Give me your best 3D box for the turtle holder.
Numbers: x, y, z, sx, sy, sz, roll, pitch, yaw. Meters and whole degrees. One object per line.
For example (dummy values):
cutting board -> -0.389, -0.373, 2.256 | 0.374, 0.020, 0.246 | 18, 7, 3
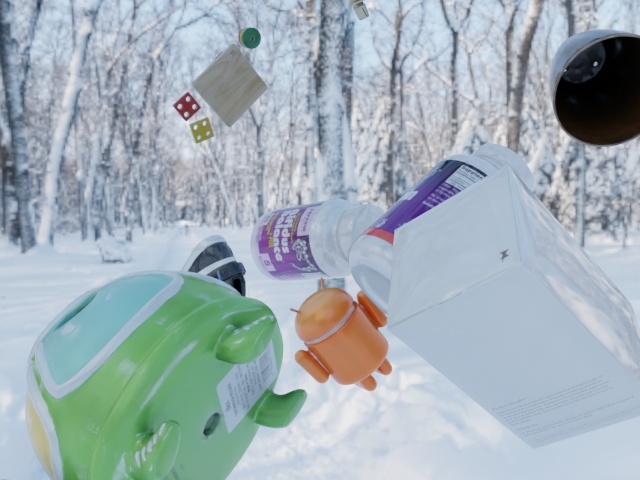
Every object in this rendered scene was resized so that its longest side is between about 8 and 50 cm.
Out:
turtle holder -> -0.185, 0.178, 0.656 | 0.228, 0.320, 0.243 | 22, -11, 26

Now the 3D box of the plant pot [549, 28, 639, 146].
plant pot -> 0.549, -0.330, 1.294 | 0.216, 0.215, 0.230 | -1, 31, 6

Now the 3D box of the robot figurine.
robot figurine -> 0.040, 0.176, 1.199 | 0.158, 0.219, 0.128 | -34, 15, 21

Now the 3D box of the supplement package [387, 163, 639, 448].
supplement package -> 0.243, 0.089, 0.789 | 0.178, 0.175, 0.293 | -32, -60, 33

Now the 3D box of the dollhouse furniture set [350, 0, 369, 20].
dollhouse furniture set -> 0.097, -0.685, 1.630 | 0.101, 0.160, 0.182 | -20, -18, 15

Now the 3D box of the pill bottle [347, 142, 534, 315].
pill bottle -> 0.210, -0.019, 1.081 | 0.323, 0.181, 0.181 | -42, 18, -21

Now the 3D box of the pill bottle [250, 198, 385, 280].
pill bottle -> 0.000, 0.000, 1.401 | 0.169, 0.169, 0.302 | -2, -4, -45

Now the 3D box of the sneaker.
sneaker -> -0.198, 0.103, 1.105 | 0.079, 0.121, 0.217 | -13, -32, -43

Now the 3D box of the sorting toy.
sorting toy -> -0.214, -0.342, 1.453 | 0.046, 0.274, 0.132 | 28, -16, 52
